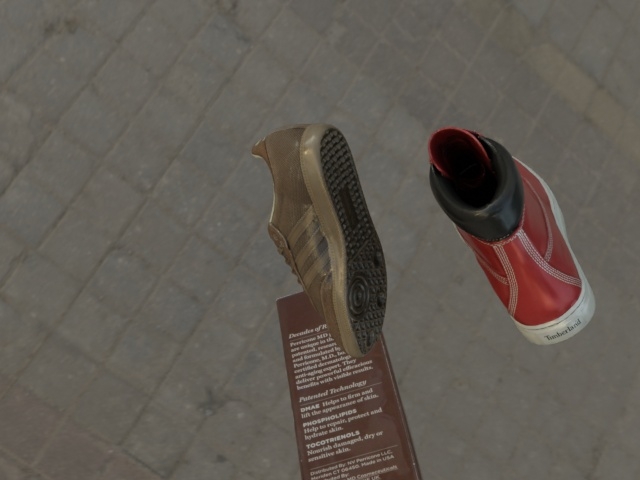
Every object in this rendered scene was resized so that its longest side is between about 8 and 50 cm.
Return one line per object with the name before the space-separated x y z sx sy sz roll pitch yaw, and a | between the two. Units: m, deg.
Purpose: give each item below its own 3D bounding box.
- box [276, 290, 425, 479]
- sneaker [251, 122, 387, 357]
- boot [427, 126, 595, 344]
box | 0.046 0.240 1.226 0.143 0.381 0.191 -15 127 4
sneaker | 0.000 0.000 0.752 0.066 0.071 0.188 -35 119 -49
boot | 0.130 -0.051 0.793 0.088 0.244 0.176 -32 121 11
